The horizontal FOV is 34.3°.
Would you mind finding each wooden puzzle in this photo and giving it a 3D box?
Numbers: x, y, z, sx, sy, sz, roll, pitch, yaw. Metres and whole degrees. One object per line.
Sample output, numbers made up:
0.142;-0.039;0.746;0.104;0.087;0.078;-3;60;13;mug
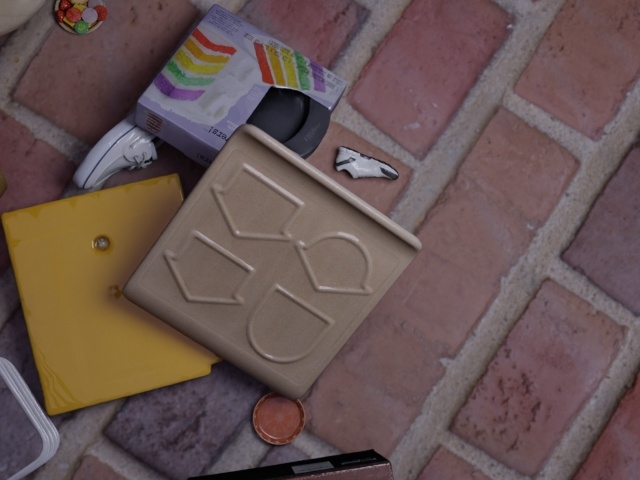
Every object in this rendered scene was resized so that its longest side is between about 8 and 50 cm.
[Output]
-0.073;0.035;1.541;0.322;0.080;0.348;34;112;-12;wooden puzzle

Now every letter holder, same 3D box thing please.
-0.039;0.449;1.552;0.301;0.152;0.215;-7;86;-7;letter holder

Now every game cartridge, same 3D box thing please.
-0.321;0.082;1.618;0.285;0.052;0.324;-13;87;-8;game cartridge

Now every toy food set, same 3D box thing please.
-0.387;-0.374;1.676;0.082;0.020;0.083;35;80;-2;toy food set

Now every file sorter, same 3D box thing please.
-0.486;0.269;1.462;0.173;0.277;0.193;-33;88;-13;file sorter

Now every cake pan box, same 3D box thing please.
-0.118;-0.213;1.620;0.266;0.070;0.246;32;61;1;cake pan box

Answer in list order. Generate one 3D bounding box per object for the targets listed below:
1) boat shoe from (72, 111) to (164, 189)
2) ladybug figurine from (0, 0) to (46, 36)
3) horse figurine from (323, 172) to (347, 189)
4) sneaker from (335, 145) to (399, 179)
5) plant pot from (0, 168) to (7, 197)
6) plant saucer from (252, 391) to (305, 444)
-0.287;-0.152;1.628;0.076;0.083;0.226;43;80;1;boat shoe
-0.621;-0.443;1.581;0.449;0.162;0.305;13;87;-5;ladybug figurine
0.000;0.000;1.654;0.174;0.066;0.263;-41;90;-14;horse figurine
0.075;-0.118;1.694;0.109;0.040;0.044;21;98;0;sneaker
-0.604;-0.056;1.528;0.254;0.237;0.237;-40;89;-24;plant pot
-0.066;0.280;1.637;0.083;0.013;0.084;1;84;-7;plant saucer
